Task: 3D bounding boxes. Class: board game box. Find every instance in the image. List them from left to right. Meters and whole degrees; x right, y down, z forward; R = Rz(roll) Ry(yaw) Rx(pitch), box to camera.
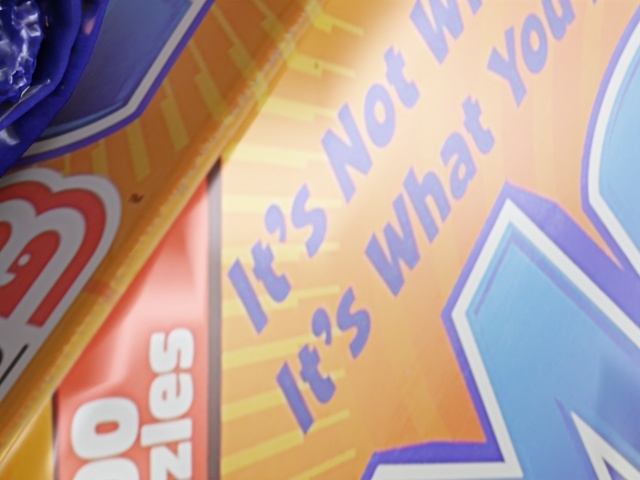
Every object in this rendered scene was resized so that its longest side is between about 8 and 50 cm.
[{"bbox_3d":[0.000,0.000,0.613,0.356,0.356,0.356,9,148,46],"label":"board game box"}]

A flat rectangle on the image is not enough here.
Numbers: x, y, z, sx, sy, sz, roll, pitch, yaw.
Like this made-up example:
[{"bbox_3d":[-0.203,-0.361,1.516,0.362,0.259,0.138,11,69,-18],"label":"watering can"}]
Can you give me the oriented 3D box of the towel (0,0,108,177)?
[{"bbox_3d":[-0.215,-0.048,0.399,0.227,0.308,0.076,-32,136,-28],"label":"towel"}]
